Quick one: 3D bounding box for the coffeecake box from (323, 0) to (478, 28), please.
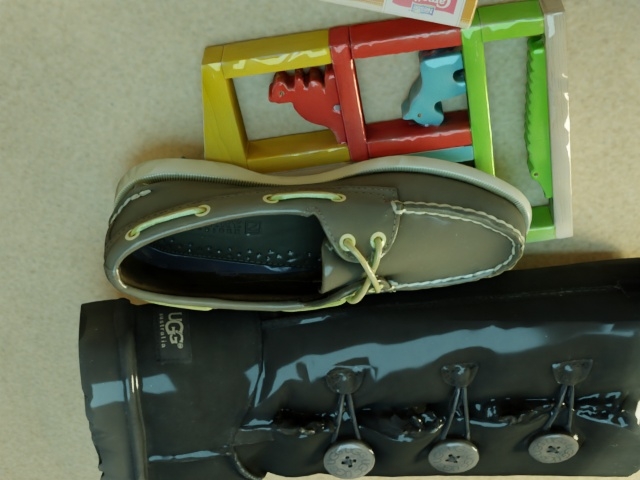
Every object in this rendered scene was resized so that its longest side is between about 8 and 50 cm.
[{"bbox_3d":[0.042,-0.234,0.618,0.142,0.068,0.185,10,126,-5],"label":"coffeecake box"}]

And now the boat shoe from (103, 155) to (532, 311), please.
[{"bbox_3d":[0.000,0.004,0.741,0.305,0.091,0.109,2,128,1],"label":"boat shoe"}]

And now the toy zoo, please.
[{"bbox_3d":[0.033,-0.066,0.766,0.293,0.030,0.192,-7,127,6],"label":"toy zoo"}]

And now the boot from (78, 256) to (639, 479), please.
[{"bbox_3d":[0.044,0.173,0.892,0.446,0.146,0.367,-6,140,-8],"label":"boot"}]
